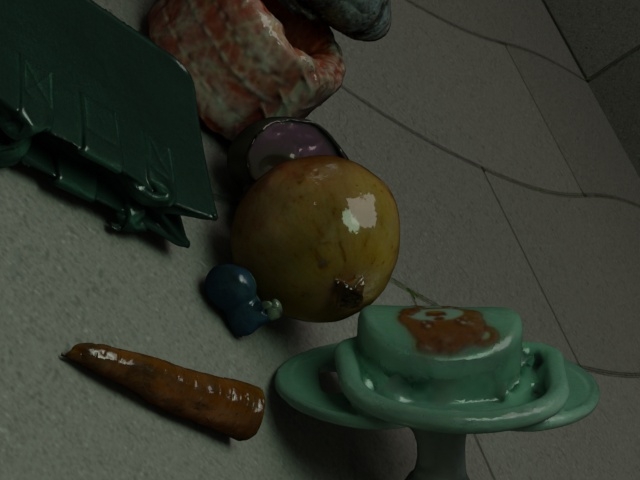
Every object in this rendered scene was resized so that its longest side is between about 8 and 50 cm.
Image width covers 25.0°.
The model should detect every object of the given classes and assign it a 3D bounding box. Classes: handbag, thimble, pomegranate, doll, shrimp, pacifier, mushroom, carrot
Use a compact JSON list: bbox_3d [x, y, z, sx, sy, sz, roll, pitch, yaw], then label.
[{"bbox_3d":[-0.248,-0.144,1.454,0.326,0.089,0.238,33,32,-42],"label":"handbag"},{"bbox_3d":[-0.091,-0.237,1.778,0.239,0.162,0.239,45,23,-25],"label":"thimble"},{"bbox_3d":[-0.003,-0.002,1.574,0.191,0.191,0.191,42,27,-27],"label":"pomegranate"},{"bbox_3d":[-0.084,0.060,1.523,0.050,0.076,0.083,-42,106,-30],"label":"doll"},{"bbox_3d":[-0.018,-0.347,1.715,0.343,0.116,0.145,39,24,-51],"label":"shrimp"},{"bbox_3d":[0.124,0.204,1.529,0.288,0.343,0.269,-89,178,-77],"label":"pacifier"},{"bbox_3d":[-0.037,-0.067,1.714,0.188,0.141,0.117,49,-10,-25],"label":"mushroom"},{"bbox_3d":[-0.144,0.131,1.338,0.224,0.057,0.057,28,36,-40],"label":"carrot"}]
